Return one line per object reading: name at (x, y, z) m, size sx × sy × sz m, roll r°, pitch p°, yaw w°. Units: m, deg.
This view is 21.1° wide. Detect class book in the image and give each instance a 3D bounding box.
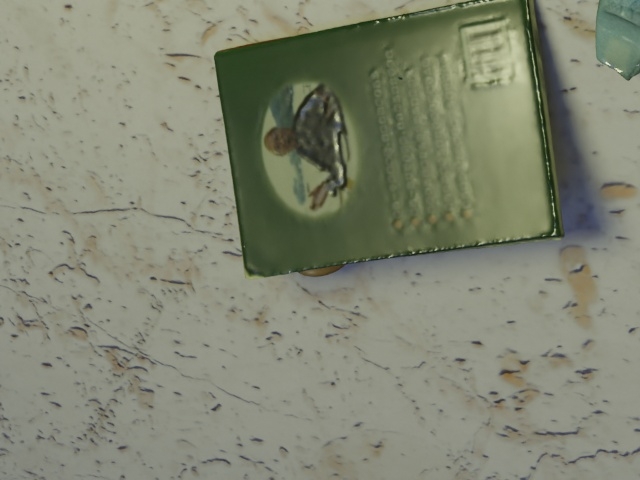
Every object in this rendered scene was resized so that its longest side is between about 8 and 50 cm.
book at (0.068, -0.106, 1.829) m, size 0.370 × 0.043 × 0.260 m, roll -7°, pitch 91°, yaw 26°

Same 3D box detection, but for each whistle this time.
whistle at (0.322, -0.277, 1.647) m, size 0.180 × 0.093 × 0.269 m, roll 26°, pitch 133°, yaw 15°

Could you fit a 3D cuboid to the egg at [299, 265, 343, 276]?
egg at (0.000, 0.000, 1.945) m, size 0.080 × 0.096 × 0.080 m, roll 20°, pitch 125°, yaw 31°
